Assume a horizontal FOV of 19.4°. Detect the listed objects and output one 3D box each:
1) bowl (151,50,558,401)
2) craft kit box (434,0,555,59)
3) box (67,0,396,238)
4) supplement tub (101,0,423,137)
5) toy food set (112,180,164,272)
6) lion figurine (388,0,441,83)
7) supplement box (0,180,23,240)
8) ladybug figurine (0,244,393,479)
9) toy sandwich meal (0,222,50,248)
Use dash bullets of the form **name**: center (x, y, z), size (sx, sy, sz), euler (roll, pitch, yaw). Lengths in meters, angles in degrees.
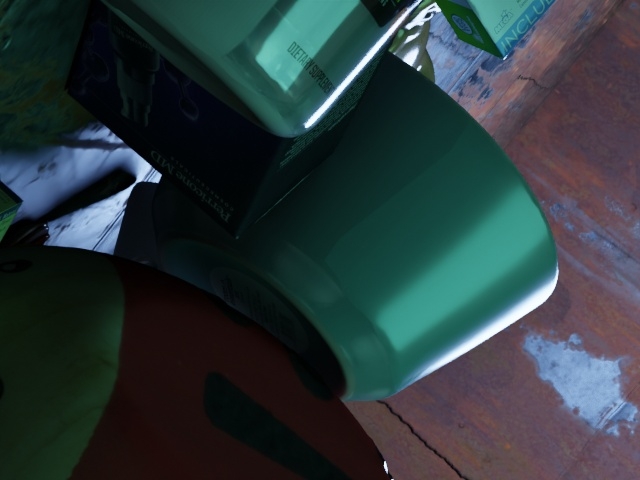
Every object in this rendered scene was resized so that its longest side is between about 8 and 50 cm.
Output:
- **bowl**: center (0.000, 0.000, 1.354), size (0.163, 0.311, 0.311), euler (-50, 172, -23)
- **craft kit box**: center (0.136, -0.292, 1.250), size (0.250, 0.061, 0.247), euler (-48, 136, -10)
- **box**: center (-0.048, -0.127, 1.132), size (0.108, 0.153, 0.207), euler (-43, 169, -36)
- **supplement tub**: center (0.016, -0.223, 0.911), size (0.316, 0.193, 0.193), euler (-50, 171, -2)
- **toy food set**: center (-0.104, 0.130, 1.533), size (0.306, 0.092, 0.220), euler (64, 29, -48)
- **lion figurine**: center (0.047, -0.159, 1.525), size (0.240, 0.142, 0.392), euler (-44, 171, -22)
- **supplement box**: center (-0.229, 0.001, 1.072), size (0.083, 0.056, 0.083), euler (-55, 170, 31)
- **ladybug figurine**: center (-0.092, 0.156, 1.239), size (0.162, 0.449, 0.305), euler (-29, -136, 31)
- **toy sandwich meal**: center (-0.217, 0.025, 1.330), size (0.085, 0.029, 0.085), euler (-49, 171, -10)
